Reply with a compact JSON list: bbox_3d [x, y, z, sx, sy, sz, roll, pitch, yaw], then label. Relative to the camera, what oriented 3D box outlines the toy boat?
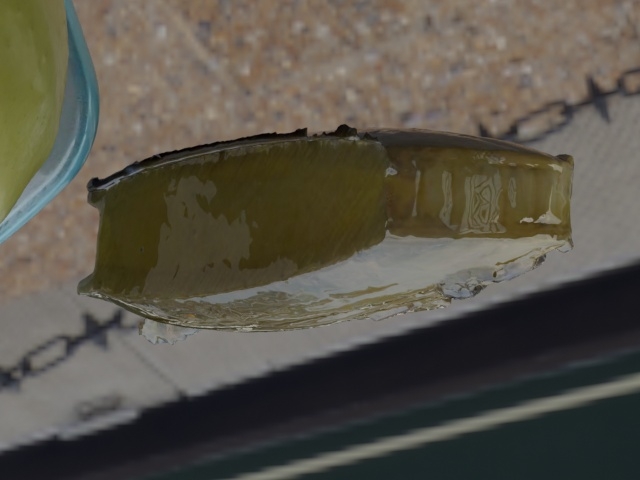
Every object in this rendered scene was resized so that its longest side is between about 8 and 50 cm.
[{"bbox_3d":[0.000,0.000,0.836,0.121,0.089,0.321,12,167,-36],"label":"toy boat"}]

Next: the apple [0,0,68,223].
[{"bbox_3d":[-0.198,-0.084,0.749,0.200,0.200,0.200,-3,146,-2],"label":"apple"}]

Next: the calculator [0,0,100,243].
[{"bbox_3d":[-0.275,-0.079,0.955,0.386,0.256,0.054,-26,173,29],"label":"calculator"}]
